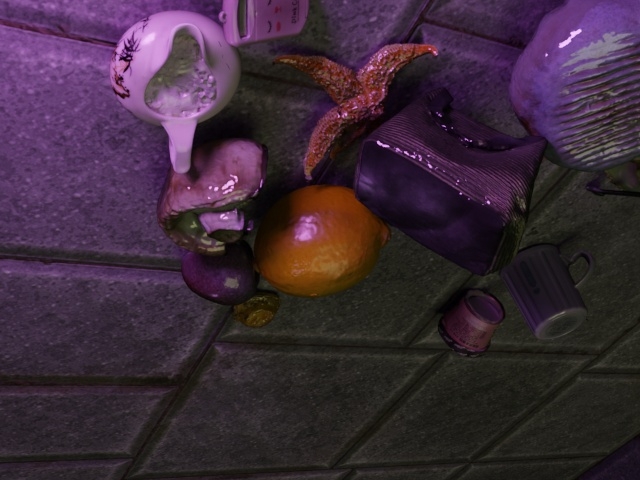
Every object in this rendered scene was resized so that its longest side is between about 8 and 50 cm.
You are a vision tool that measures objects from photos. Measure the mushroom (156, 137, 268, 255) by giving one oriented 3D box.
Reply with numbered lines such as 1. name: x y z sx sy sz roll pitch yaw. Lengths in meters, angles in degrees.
1. mushroom: -0.208 -0.093 1.572 0.164 0.190 0.267 14 160 -17

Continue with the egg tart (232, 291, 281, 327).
1. egg tart: -0.154 0.173 2.055 0.130 0.052 0.130 -13 147 -9

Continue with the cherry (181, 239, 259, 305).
1. cherry: -0.209 0.066 1.811 0.176 0.140 0.176 -5 156 -2

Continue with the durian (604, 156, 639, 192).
1. durian: 0.726 -0.165 1.843 0.172 0.167 0.306 -16 -170 -25

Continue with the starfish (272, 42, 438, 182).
1. starfish: 0.047 -0.228 1.577 0.301 0.084 0.294 -13 145 -19

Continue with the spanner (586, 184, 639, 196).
1. spanner: 0.694 -0.107 1.941 0.054 0.254 0.015 19 90 -20

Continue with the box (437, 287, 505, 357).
1. box: 0.411 0.215 2.285 0.151 0.151 0.135 6 130 -30

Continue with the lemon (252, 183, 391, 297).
1. lemon: -0.005 0.001 1.740 0.263 0.236 0.236 -8 144 -25

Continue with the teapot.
1. teapot: -0.227 -0.251 1.376 0.208 0.166 0.300 -17 136 -22

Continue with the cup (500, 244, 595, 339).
1. cup: 0.591 0.121 2.183 0.166 0.202 0.221 2 141 -29

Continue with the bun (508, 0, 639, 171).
1. bun: 0.515 -0.301 1.564 0.361 0.211 0.362 -5 129 -7

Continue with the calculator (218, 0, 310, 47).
1. calculator: -0.087 -0.359 1.326 0.175 0.032 0.100 -22 126 -37

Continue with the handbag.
1. handbag: 0.247 -0.117 1.574 0.240 0.340 0.247 -49 160 -31
